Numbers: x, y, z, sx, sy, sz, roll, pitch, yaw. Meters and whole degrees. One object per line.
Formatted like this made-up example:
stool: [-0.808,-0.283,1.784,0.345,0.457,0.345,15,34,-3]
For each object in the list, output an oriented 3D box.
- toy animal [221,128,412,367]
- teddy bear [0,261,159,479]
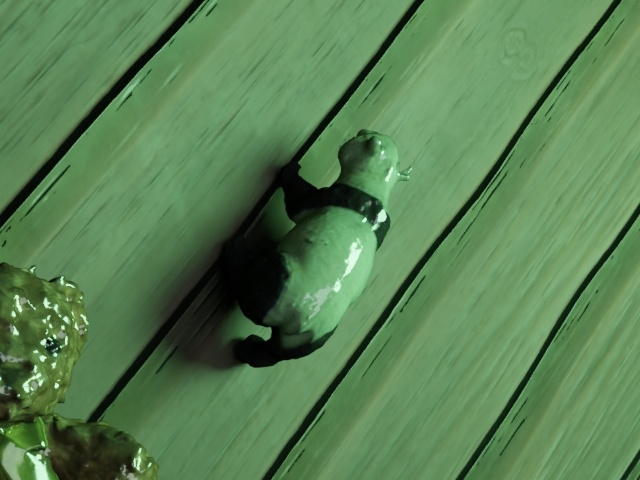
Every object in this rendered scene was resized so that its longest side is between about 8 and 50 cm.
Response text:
toy animal: [0.000,0.000,1.678,0.094,0.121,0.225,48,59,-25]
teddy bear: [-0.230,0.170,1.390,0.246,0.296,0.222,3,127,-17]
